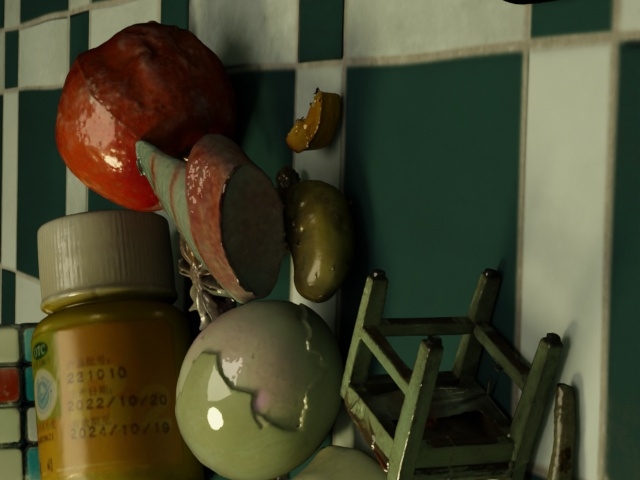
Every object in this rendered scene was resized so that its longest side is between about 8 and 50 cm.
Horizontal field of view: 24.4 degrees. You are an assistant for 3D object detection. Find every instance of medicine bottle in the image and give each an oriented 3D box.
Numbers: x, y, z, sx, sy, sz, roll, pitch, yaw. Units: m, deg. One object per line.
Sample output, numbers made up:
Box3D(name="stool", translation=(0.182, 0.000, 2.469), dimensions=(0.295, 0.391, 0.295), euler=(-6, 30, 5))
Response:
Box3D(name="medicine bottle", translation=(-0.285, 0.164, 2.043), dimensions=(0.224, 0.224, 0.384), euler=(150, 117, -62))

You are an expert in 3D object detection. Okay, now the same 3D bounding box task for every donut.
Box3D(name="donut", translation=(-0.004, -0.135, 1.662), dimensions=(0.067, 0.037, 0.083), euler=(-132, 53, -58))

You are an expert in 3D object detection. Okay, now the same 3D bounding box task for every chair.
Box3D(name="chair", translation=(0.101, 0.173, 1.326), dimensions=(0.147, 0.136, 0.270), euler=(-130, 44, -55))

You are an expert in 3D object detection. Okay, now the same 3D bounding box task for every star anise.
Box3D(name="star anise", translation=(-0.142, 0.030, 1.924), dimensions=(0.204, 0.061, 0.181), euler=(164, 92, -69))

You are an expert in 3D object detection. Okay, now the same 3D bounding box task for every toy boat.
Box3D(name="toy boat", translation=(-0.141, -0.038, 1.688), dimensions=(0.282, 0.096, 0.206), euler=(25, 135, 52))

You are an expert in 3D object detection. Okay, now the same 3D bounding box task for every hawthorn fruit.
Box3D(name="hawthorn fruit", translation=(-0.199, -0.139, 1.878), dimensions=(0.271, 0.241, 0.242), euler=(45, 131, 37))

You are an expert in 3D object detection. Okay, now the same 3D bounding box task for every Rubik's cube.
Box3D(name="Rubik's cube", translation=(-0.439, 0.264, 2.340), dimensions=(0.259, 0.253, 0.256), euler=(157, 111, -65))

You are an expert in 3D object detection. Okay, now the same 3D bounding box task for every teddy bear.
Box3D(name="teddy bear", translation=(-0.061, -0.003, 1.742), dimensions=(0.160, 0.078, 0.119), euler=(-55, 1, 35))

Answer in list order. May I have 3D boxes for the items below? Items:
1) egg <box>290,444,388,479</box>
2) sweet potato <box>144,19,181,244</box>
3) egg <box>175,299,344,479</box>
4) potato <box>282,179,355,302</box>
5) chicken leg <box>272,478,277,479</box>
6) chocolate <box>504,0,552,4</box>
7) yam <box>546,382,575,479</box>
Box3D(name="egg", translation=(-0.012, 0.358, 1.526), dimensions=(0.264, 0.174, 0.286), euler=(-3, 84, 61))
Box3D(name="sweet potato", translation=(-0.202, -0.150, 2.052), dimensions=(0.072, 0.066, 0.314), euler=(158, 107, -70))
Box3D(name="egg", translation=(-0.061, 0.155, 1.622), dimensions=(0.217, 0.183, 0.183), euler=(-59, 38, 31))
Box3D(name="potato", translation=(0.000, 0.000, 1.614), dimensions=(0.091, 0.070, 0.138), euler=(-33, 63, 54))
Box3D(name="chicken leg", translation=(-0.088, 0.213, 1.791), dimensions=(0.101, 0.085, 0.208), euler=(-5, 93, 31))
Box3D(name="chocolate", translation=(0.110, -0.338, 1.243), dimensions=(0.283, 0.186, 0.284), euler=(179, 90, -64))
Box3D(name="yam", translation=(0.203, 0.237, 1.242), dimensions=(0.027, 0.029, 0.234), euler=(-1, 88, 38))
